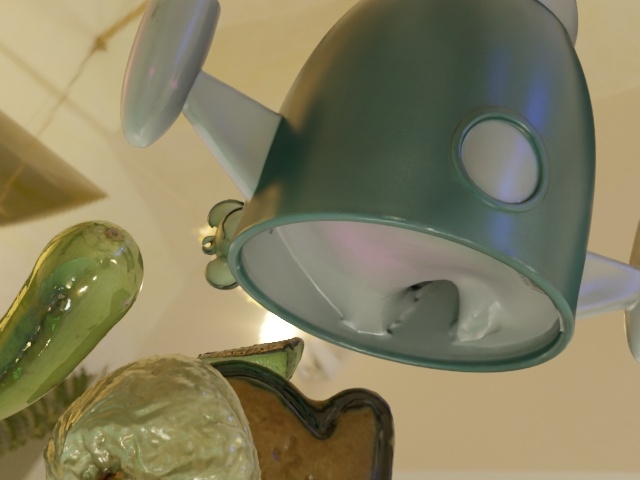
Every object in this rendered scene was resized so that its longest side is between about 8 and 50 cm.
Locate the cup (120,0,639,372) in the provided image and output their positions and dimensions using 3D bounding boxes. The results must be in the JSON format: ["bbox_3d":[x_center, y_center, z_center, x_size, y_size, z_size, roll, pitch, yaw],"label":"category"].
[{"bbox_3d":[0.055,-0.045,0.557,0.167,0.299,0.173,-39,-148,61],"label":"cup"}]

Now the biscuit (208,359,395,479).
[{"bbox_3d":[-0.033,0.267,1.246,0.287,0.344,0.057,-33,165,-14],"label":"biscuit"}]

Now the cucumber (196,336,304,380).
[{"bbox_3d":[-0.078,0.165,1.549,0.046,0.070,0.220,-40,-164,-34],"label":"cucumber"}]

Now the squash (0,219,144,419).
[{"bbox_3d":[-0.226,0.072,0.948,0.250,0.083,0.083,-43,-158,32],"label":"squash"}]

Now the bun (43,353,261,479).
[{"bbox_3d":[-0.153,0.208,1.020,0.220,0.134,0.220,-3,-96,35],"label":"bun"}]

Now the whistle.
[{"bbox_3d":[0.000,0.000,1.151,0.235,0.077,0.114,-4,-131,2],"label":"whistle"}]
